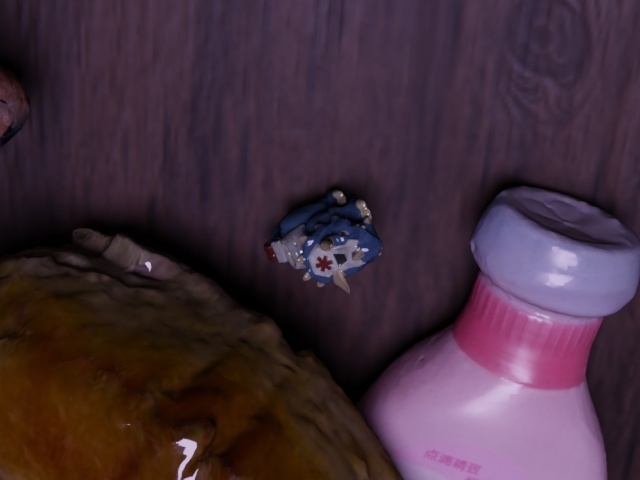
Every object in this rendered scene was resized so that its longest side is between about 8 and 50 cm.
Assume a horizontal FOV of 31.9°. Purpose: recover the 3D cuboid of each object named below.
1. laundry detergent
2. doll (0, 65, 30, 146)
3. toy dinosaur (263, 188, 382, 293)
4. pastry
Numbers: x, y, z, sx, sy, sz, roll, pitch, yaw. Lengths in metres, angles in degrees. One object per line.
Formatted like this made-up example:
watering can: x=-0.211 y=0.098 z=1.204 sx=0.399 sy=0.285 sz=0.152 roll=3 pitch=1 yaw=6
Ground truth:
laundry detergent: x=0.075 y=0.136 z=0.592 sx=0.159 sy=0.088 sz=0.335 roll=16 pitch=113 yaw=-4
doll: x=-0.286 y=-0.077 z=0.481 sx=0.303 sy=0.201 sz=0.156 roll=-8 pitch=90 yaw=1
toy dinosaur: x=0.000 y=0.000 z=0.547 sx=0.047 sy=0.083 sz=0.031 roll=-28 pitch=112 yaw=-16
pastry: x=-0.104 y=0.160 z=0.550 sx=0.329 sy=0.136 sz=0.330 roll=7 pitch=109 yaw=23
